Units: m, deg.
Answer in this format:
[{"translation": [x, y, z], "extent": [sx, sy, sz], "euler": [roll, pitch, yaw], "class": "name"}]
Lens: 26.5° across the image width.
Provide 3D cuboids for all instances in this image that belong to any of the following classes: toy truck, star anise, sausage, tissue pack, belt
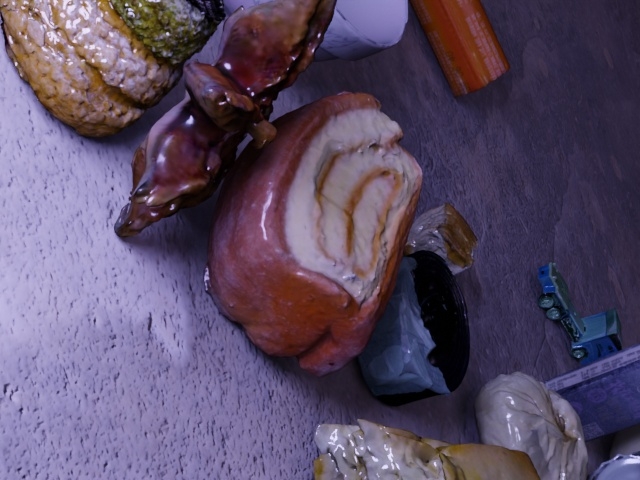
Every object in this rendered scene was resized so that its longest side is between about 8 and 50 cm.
[{"translation": [0.383, 0.102, 2.003], "extent": [0.175, 0.081, 0.067], "euler": [55, 27, -27], "class": "toy truck"}, {"translation": [-0.069, -0.112, 1.093], "extent": [0.088, 0.288, 0.288], "euler": [35, 32, -2], "class": "star anise"}, {"translation": [0.163, -0.359, 1.903], "extent": [0.312, 0.093, 0.093], "euler": [63, 26, -12], "class": "sausage"}, {"translation": [0.402, 0.214, 1.874], "extent": [0.112, 0.156, 0.051], "euler": [51, 27, -32], "class": "tissue pack"}, {"translation": [0.098, 0.093, 1.466], "extent": [0.151, 0.078, 0.198], "euler": [63, 28, -17], "class": "belt"}]

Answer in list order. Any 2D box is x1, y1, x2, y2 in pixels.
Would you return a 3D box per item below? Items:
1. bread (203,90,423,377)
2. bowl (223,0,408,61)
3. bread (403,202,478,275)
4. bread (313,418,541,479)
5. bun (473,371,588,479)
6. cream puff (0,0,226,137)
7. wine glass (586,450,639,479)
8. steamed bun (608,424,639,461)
[{"translation": [-0.002, -0.024, 1.231], "extent": [0.190, 0.123, 0.244], "euler": [34, 57, -29], "class": "bread"}, {"translation": [-0.037, -0.307, 1.417], "extent": [0.287, 0.143, 0.287], "euler": [42, 37, -43], "class": "bowl"}, {"translation": [0.138, 0.008, 1.613], "extent": [0.070, 0.076, 0.083], "euler": [50, 30, -12], "class": "bread"}, {"translation": [0.083, 0.296, 1.164], "extent": [0.370, 0.191, 0.314], "euler": [23, 52, -54], "class": "bread"}, {"translation": [0.255, 0.243, 1.620], "extent": [0.164, 0.111, 0.188], "euler": [-19, 92, -62], "class": "bun"}, {"translation": [-0.147, -0.190, 1.092], "extent": [0.183, 0.169, 0.183], "euler": [44, 35, -43], "class": "cream puff"}, {"translation": [0.401, 0.369, 1.700], "extent": [0.232, 0.156, 0.156], "euler": [68, 19, -48], "class": "wine glass"}, {"translation": [0.629, 0.377, 2.041], "extent": [0.371, 0.290, 0.456], "euler": [64, 26, -10], "class": "steamed bun"}]
